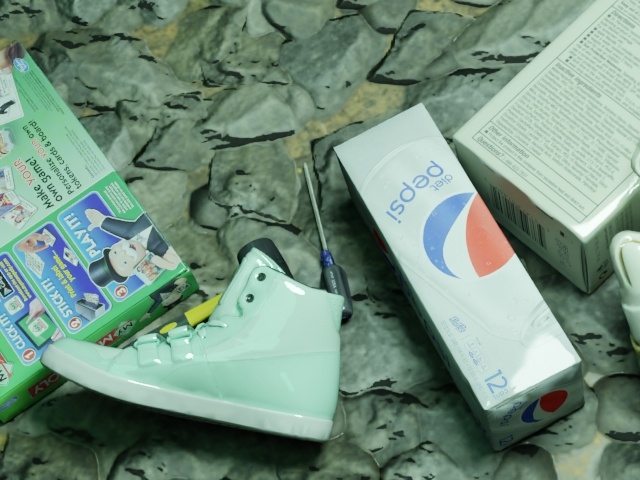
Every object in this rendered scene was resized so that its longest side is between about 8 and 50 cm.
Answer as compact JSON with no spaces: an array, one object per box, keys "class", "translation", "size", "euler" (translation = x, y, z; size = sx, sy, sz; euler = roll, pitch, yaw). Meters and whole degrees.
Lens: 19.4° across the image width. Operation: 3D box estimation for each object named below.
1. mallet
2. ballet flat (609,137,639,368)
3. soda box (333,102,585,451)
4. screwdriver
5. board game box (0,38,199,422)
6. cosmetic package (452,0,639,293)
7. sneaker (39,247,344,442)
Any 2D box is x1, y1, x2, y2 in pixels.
[{"class":"mallet","translation":[-0.106,0.074,1.642],"size":[0.189,0.039,0.062],"euler":[-36,64,-3]},{"class":"ballet flat","translation":[0.294,-0.019,1.494],"size":[0.123,0.123,0.349],"euler":[19,99,19]},{"class":"soda box","translation":[0.116,0.028,1.583],"size":[0.091,0.098,0.286],"euler":[-27,61,-3]},{"class":"screwdriver","translation":[0.000,0.000,1.667],"size":[0.025,0.024,0.170],"euler":[-37,51,24]},{"class":"board game box","translation":[-0.284,-0.016,1.713],"size":[0.213,0.046,0.317],"euler":[-35,62,-6]},{"class":"cosmetic package","translation":[0.279,-0.123,1.619],"size":[0.309,0.113,0.160],"euler":[-42,64,-12]},{"class":"sneaker","translation":[-0.103,0.076,1.588],"size":[0.256,0.094,0.151],"euler":[10,83,6]}]
